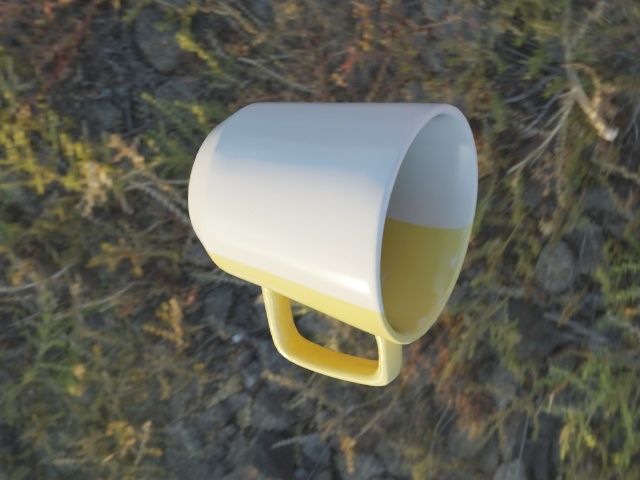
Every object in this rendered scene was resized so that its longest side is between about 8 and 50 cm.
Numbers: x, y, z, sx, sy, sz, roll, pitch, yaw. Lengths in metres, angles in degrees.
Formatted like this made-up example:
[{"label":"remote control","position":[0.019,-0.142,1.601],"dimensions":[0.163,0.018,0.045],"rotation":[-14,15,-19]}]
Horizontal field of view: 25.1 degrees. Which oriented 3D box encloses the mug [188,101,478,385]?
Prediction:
[{"label":"mug","position":[-0.001,-0.002,0.381],"dimensions":[0.064,0.062,0.078],"rotation":[12,90,25]}]
